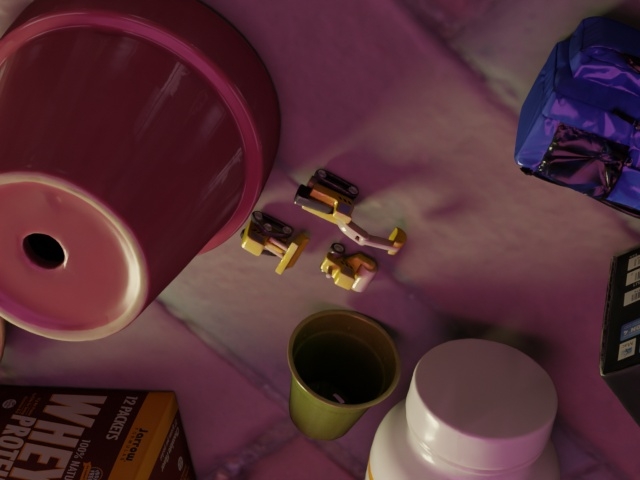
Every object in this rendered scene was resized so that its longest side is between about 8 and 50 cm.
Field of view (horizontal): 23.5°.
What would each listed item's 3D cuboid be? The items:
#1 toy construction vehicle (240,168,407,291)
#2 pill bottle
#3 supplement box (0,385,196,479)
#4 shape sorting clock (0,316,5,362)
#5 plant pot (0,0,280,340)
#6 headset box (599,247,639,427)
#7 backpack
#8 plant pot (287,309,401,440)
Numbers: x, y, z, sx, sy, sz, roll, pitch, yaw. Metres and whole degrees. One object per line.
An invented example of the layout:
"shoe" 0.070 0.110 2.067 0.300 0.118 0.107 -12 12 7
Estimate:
"toy construction vehicle" 0.000 0.000 1.067 0.098 0.035 0.086 30 129 -7
"pill bottle" 0.098 0.194 1.121 0.136 0.136 0.245 14 129 6
"supplement box" -0.208 0.230 1.240 0.194 0.129 0.191 1 126 15
"shape sorting clock" -0.338 0.046 1.193 0.206 0.040 0.206 9 125 12
"plant pot" -0.143 -0.040 0.984 0.201 0.180 0.201 8 129 10
"headset box" 0.358 0.103 0.983 0.246 0.131 0.283 -24 117 30
"backpack" 0.189 -0.069 0.922 0.120 0.098 0.101 25 125 -2
"plant pot" 0.009 0.107 1.125 0.083 0.083 0.079 20 141 0
